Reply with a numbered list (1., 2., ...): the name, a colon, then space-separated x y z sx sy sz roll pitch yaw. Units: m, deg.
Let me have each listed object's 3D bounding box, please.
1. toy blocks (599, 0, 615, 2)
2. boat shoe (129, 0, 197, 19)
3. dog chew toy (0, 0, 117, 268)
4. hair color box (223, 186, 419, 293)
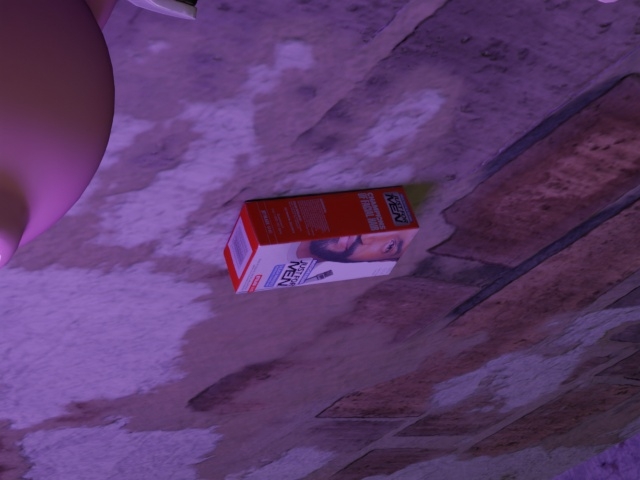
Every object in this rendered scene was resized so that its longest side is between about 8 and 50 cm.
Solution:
1. toy blocks: 0.355 -0.198 0.733 0.309 0.260 0.288 12 140 -46
2. boat shoe: -0.126 -0.172 0.721 0.125 0.038 0.046 12 -177 -38
3. dog chew toy: -0.165 -0.134 0.435 0.207 0.331 0.206 -15 154 -7
4. hair color box: 0.000 0.000 1.120 0.167 0.053 0.093 -8 151 -24
